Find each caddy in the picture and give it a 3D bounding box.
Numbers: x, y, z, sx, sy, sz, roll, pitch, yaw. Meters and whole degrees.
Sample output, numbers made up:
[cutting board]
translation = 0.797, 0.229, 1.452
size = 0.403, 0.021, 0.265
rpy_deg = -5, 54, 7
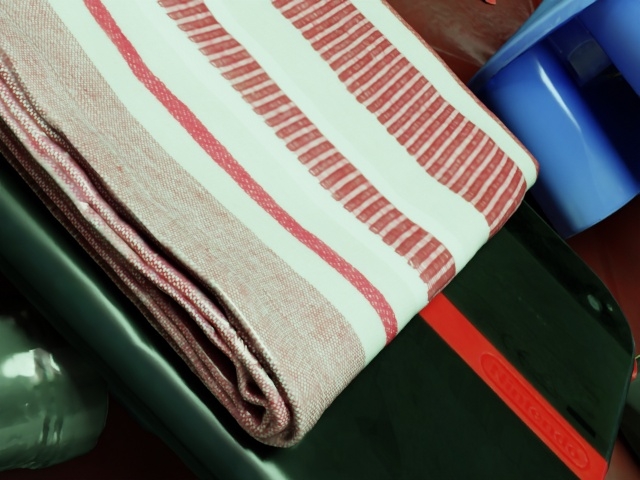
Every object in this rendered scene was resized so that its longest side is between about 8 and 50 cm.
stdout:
[caddy]
translation = 0.255, -0.144, 0.687
size = 0.341, 0.241, 0.179
rpy_deg = -24, 83, -44

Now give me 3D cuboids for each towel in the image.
[towel]
translation = -0.012, -0.071, 0.459
size = 0.237, 0.037, 0.329
rpy_deg = 48, 35, 4

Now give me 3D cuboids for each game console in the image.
[game console]
translation = 0.000, 0.000, 0.479
size = 0.386, 0.060, 0.342
rpy_deg = 45, 35, 2

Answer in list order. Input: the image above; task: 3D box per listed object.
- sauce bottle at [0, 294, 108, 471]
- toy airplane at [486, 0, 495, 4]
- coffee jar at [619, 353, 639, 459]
[sauce bottle]
translation = -0.230, 0.071, 0.272
size = 0.344, 0.111, 0.111
rpy_deg = -11, 68, -42
[toy airplane]
translation = 0.122, -0.285, 0.830
size = 0.151, 0.028, 0.151
rpy_deg = 18, 53, -26
[coffee jar]
translation = 0.277, 0.096, 0.649
size = 0.184, 0.079, 0.096
rpy_deg = -24, 80, -44
